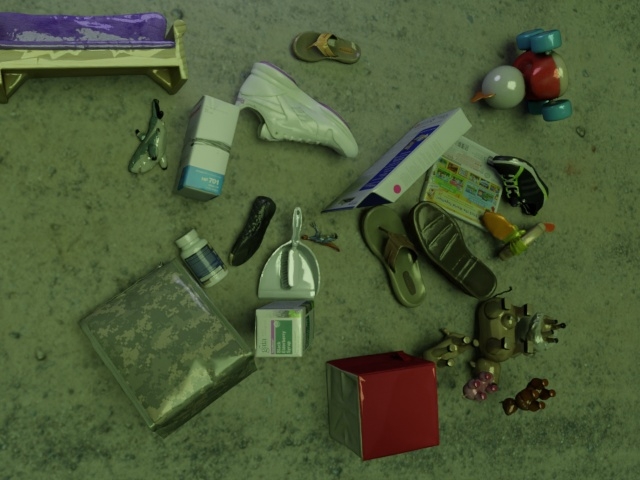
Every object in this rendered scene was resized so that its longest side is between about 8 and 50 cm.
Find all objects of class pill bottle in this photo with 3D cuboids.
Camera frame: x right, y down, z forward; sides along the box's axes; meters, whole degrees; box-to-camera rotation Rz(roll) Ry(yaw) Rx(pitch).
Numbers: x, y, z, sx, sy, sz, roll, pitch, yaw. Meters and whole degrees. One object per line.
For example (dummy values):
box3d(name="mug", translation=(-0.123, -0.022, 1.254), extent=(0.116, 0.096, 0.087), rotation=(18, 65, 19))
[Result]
box3d(name="pill bottle", translation=(-0.254, 0.037, 1.295), extent=(0.067, 0.067, 0.120), rotation=(-38, 103, -20))

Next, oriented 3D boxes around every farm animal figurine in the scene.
box3d(name="farm animal figurine", translation=(0.422, 0.276, 1.539), extent=(0.330, 0.172, 0.326), rotation=(31, 65, -12))

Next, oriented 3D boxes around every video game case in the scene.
box3d(name="video game case", translation=(0.381, -0.157, 1.599), extent=(0.227, 0.026, 0.206), rotation=(22, 80, -22))

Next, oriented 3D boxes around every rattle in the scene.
box3d(name="rattle", translation=(0.528, -0.040, 1.635), extent=(0.143, 0.130, 0.200), rotation=(41, 55, 21))

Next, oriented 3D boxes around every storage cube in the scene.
box3d(name="storage cube", translation=(0.137, 0.366, 1.393), extent=(0.193, 0.184, 0.214), rotation=(-4, 91, -22))

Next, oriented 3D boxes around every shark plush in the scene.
box3d(name="shark plush", translation=(-0.357, -0.218, 1.268), extent=(0.067, 0.073, 0.161), rotation=(5, 91, 7))

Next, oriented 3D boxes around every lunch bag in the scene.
box3d(name="lunch bag", translation=(-0.304, 0.201, 1.208), extent=(0.235, 0.169, 0.287), rotation=(-36, 72, -17))

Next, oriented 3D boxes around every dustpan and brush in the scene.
box3d(name="dustpan and brush", translation=(-0.064, 0.031, 1.381), extent=(0.147, 0.060, 0.211), rotation=(3, 88, -23))

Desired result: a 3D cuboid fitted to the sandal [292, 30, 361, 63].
box3d(name="sandal", translation=(0.020, -0.456, 1.437), extent=(0.180, 0.049, 0.072), rotation=(0, 88, -23))

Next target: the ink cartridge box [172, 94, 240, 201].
box3d(name="ink cartridge box", translation=(-0.240, -0.186, 1.268), extent=(0.082, 0.140, 0.190), rotation=(16, 82, -21))

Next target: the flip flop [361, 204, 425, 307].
box3d(name="flip flop", translation=(0.191, 0.038, 1.480), extent=(0.112, 0.080, 0.277), rotation=(-27, 99, -22))

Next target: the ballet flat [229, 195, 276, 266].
box3d(name="ballet flat", translation=(-0.155, -0.020, 1.361), extent=(0.173, 0.049, 0.057), rotation=(-61, 142, -9))

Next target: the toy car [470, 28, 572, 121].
box3d(name="toy car", translation=(0.504, -0.412, 1.601), extent=(0.238, 0.210, 0.219), rotation=(-15, 110, 5))

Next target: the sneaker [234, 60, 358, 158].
box3d(name="sneaker", translation=(-0.055, -0.263, 1.384), extent=(0.305, 0.114, 0.152), rotation=(34, 90, -15))

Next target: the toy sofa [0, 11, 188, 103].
box3d(name="toy sofa", translation=(-0.450, -0.374, 1.178), extent=(0.363, 0.150, 0.177), rotation=(-8, 93, -23))

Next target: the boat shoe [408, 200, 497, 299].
box3d(name="boat shoe", translation=(0.309, 0.029, 1.523), extent=(0.111, 0.104, 0.307), rotation=(-41, 106, -10))

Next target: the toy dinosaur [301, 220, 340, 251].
box3d(name="toy dinosaur", translation=(0.000, 0.000, 1.423), extent=(0.082, 0.047, 0.090), rotation=(-15, 106, -5))

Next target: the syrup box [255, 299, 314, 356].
box3d(name="syrup box", translation=(-0.069, 0.179, 1.273), extent=(0.096, 0.237, 0.093), rotation=(-1, 88, 4))

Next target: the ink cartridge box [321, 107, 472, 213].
box3d(name="ink cartridge box", translation=(0.177, -0.167, 1.428), extent=(0.371, 0.176, 0.069), rotation=(-41, 105, -19))

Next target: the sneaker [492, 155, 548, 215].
box3d(name="sneaker", translation=(0.528, -0.137, 1.610), extent=(0.235, 0.084, 0.097), rotation=(32, 77, -33))
